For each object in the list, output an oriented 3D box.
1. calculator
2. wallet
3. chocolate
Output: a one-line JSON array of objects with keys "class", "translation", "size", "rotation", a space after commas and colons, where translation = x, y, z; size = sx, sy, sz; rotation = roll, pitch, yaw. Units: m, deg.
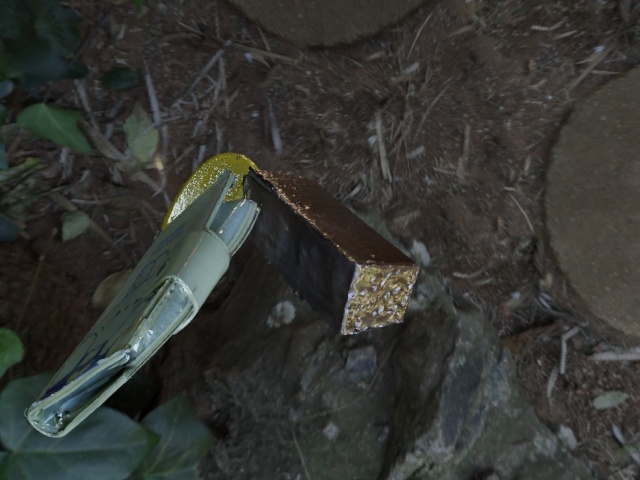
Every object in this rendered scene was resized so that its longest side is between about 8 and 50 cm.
[{"class": "calculator", "translation": [-0.185, -0.043, 1.205], "size": [0.146, 0.032, 0.235], "rotation": [19, 72, 24]}, {"class": "wallet", "translation": [-0.196, 0.068, 0.844], "size": [0.223, 0.309, 0.077], "rotation": [-30, 112, 38]}, {"class": "chocolate", "translation": [0.000, 0.000, 0.967], "size": [0.112, 0.321, 0.112], "rotation": [-1, 115, -31]}]
